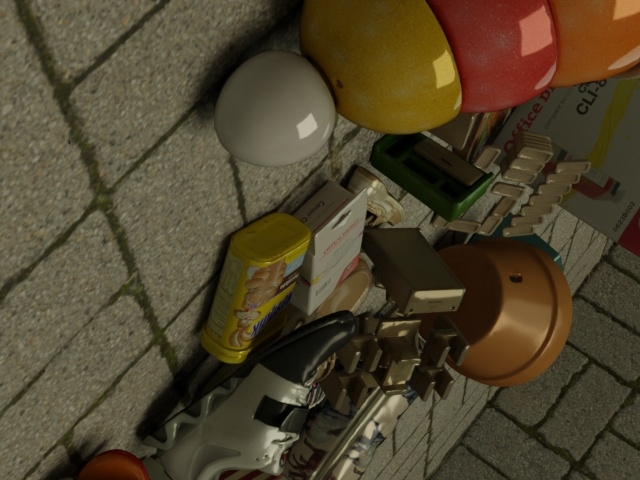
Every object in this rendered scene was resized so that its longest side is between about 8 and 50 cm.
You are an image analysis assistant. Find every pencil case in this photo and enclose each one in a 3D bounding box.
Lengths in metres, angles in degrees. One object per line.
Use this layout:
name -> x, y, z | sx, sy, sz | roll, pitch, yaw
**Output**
pencil case -> 0.053, 0.338, 2.134 | 0.410, 0.160, 0.183 | -55, 170, 0

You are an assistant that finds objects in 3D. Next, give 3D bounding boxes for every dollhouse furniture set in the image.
dollhouse furniture set -> 0.231, -0.201, 1.680 | 0.301, 0.151, 0.197 | -38, 155, -40
dollhouse furniture set -> 0.063, 0.114, 1.976 | 0.182, 0.161, 0.101 | 18, 152, -32
dollhouse furniture set -> 0.109, 0.123, 1.849 | 0.212, 0.161, 0.242 | -1, 127, -30

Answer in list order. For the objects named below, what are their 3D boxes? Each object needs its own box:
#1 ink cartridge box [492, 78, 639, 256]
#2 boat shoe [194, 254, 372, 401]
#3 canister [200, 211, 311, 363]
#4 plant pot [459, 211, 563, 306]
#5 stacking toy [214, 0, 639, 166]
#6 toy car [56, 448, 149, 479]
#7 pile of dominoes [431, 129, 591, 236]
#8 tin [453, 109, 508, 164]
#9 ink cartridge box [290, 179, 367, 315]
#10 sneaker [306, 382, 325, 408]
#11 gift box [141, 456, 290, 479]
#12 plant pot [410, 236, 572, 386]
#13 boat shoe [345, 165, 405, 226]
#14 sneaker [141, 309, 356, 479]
ink cartridge box -> 0.533, -0.158, 2.115 | 0.279, 0.384, 0.160 | -58, 157, 9
boat shoe -> -0.028, 0.161, 1.690 | 0.341, 0.110, 0.121 | -48, 141, -14
canister -> -0.081, 0.059, 1.498 | 0.126, 0.073, 0.170 | -32, 149, -47
plant pot -> 0.360, 0.081, 2.450 | 0.234, 0.166, 0.165 | -46, 160, -2
stacking toy -> 0.096, -0.227, 1.233 | 0.480, 0.350, 0.350 | -32, 156, -9
toy car -> -0.262, 0.333, 1.462 | 0.136, 0.159, 0.182 | -88, -171, -45
pile of dominoes -> 0.328, -0.093, 2.049 | 0.251, 0.196, 0.040 | 121, -27, -51
tin -> 0.273, -0.208, 1.944 | 0.106, 0.040, 0.190 | -41, 157, -45
ink cartridge box -> 0.000, 0.000, 1.599 | 0.115, 0.067, 0.198 | -45, 160, -28
sneaker -> -0.036, 0.242, 1.916 | 0.170, 0.063, 0.075 | -36, 160, -32
gift box -> -0.173, 0.462, 1.674 | 0.258, 0.255, 0.276 | -16, 131, -64
plant pot -> 0.304, 0.125, 2.238 | 0.203, 0.291, 0.291 | 18, 107, -53
boat shoe -> 0.072, -0.053, 1.699 | 0.059, 0.063, 0.170 | -51, 151, -2
sneaker -> -0.063, 0.222, 1.545 | 0.330, 0.146, 0.122 | -38, 174, 12
